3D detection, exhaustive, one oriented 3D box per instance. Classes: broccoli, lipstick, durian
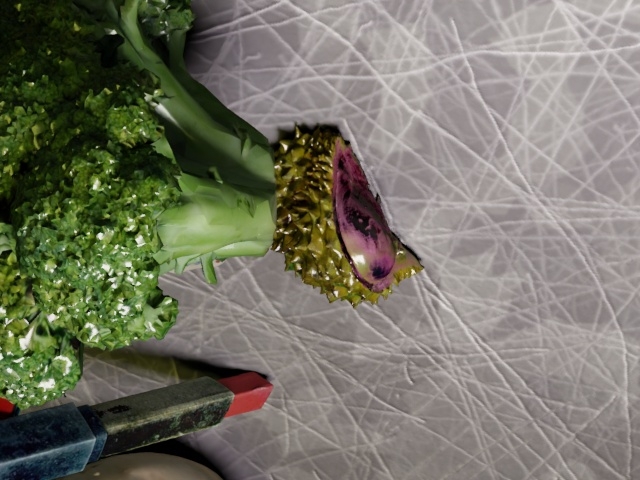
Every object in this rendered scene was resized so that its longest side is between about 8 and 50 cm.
[{"bbox_3d":[-0.193,-0.056,1.487,0.310,0.413,0.321,-26,81,-14],"label":"broccoli"},{"bbox_3d":[-0.180,0.172,1.754,0.312,0.051,0.051,-12,139,-38],"label":"lipstick"},{"bbox_3d":[0.001,0.002,1.671,0.119,0.108,0.186,-20,122,19],"label":"durian"}]

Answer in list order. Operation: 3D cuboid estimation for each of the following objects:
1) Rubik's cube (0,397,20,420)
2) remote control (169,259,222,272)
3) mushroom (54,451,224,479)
[{"bbox_3d":[-0.359,0.127,1.770,0.163,0.160,0.162,19,127,-7],"label":"Rubik's cube"},{"bbox_3d":[-0.130,-0.023,1.714,0.074,0.032,0.122,-11,125,13],"label":"remote control"},{"bbox_3d":[-0.225,0.372,1.854,0.356,0.315,0.315,-15,125,1],"label":"mushroom"}]
